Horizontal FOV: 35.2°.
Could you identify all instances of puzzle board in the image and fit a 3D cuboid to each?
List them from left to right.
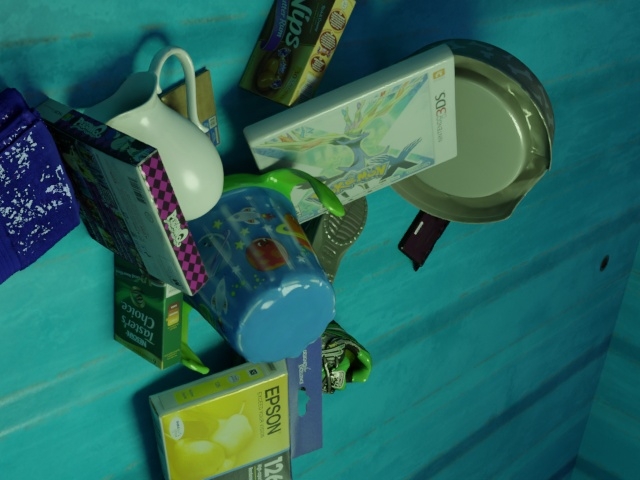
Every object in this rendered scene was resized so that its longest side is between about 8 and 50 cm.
[{"bbox_3d":[-0.190,-0.174,1.471,0.096,0.011,0.128,-38,139,-35],"label":"puzzle board"}]

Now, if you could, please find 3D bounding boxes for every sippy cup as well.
[{"bbox_3d":[-0.097,0.056,1.500,0.240,0.224,0.305,-11,132,-29],"label":"sippy cup"}]

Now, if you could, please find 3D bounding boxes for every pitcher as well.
[{"bbox_3d":[-0.203,-0.144,1.380,0.178,0.125,0.207,-51,133,-22],"label":"pitcher"}]

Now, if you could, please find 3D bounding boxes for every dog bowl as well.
[{"bbox_3d":[0.250,-0.197,1.774,0.102,0.349,0.349,-53,148,-43],"label":"dog bowl"}]

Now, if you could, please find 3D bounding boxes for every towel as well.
[{"bbox_3d":[-0.429,-0.009,1.197,0.308,0.076,0.227,-44,141,-28],"label":"towel"}]

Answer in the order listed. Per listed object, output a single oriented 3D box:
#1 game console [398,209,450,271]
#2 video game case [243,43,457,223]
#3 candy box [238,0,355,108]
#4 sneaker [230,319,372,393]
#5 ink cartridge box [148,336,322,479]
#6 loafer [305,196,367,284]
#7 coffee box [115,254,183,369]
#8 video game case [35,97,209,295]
[{"bbox_3d":[0.214,-0.007,2.129,0.107,0.071,0.122,38,77,-25],"label":"game console"},{"bbox_3d":[0.061,-0.153,1.597,0.329,0.036,0.300,-23,154,-2],"label":"video game case"},{"bbox_3d":[-0.035,-0.295,1.512,0.053,0.109,0.186,17,98,-56],"label":"candy box"},{"bbox_3d":[-0.029,0.212,1.821,0.343,0.146,0.134,-4,115,-50],"label":"sneaker"},{"bbox_3d":[-0.125,0.331,1.723,0.307,0.072,0.303,-16,132,-17],"label":"ink cartridge box"},{"bbox_3d":[0.000,0.000,1.794,0.094,0.087,0.251,43,63,-29],"label":"loafer"},{"bbox_3d":[-0.251,0.087,1.469,0.040,0.113,0.184,-25,132,-45],"label":"coffee box"},{"bbox_3d":[-0.254,-0.053,1.285,0.042,0.210,0.232,-45,141,-27],"label":"video game case"}]
